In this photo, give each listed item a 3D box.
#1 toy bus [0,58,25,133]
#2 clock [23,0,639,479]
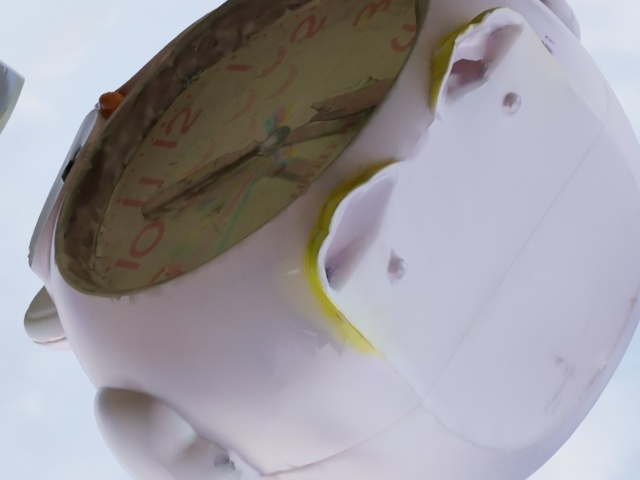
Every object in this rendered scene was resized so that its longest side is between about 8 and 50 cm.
[{"bbox_3d":[-0.226,-0.101,0.940,0.058,0.102,0.052,22,-96,16],"label":"toy bus"},{"bbox_3d":[0.000,0.000,0.914,0.377,0.250,0.368,10,-121,54],"label":"clock"}]
